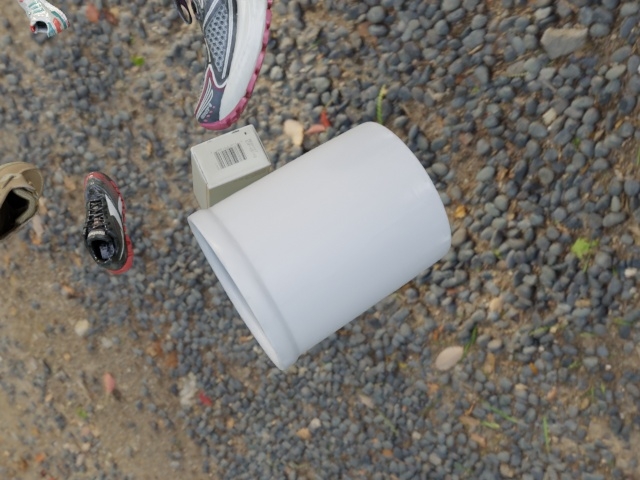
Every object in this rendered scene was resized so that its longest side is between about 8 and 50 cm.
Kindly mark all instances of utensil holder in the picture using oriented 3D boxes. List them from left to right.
[{"bbox_3d":[0.000,0.000,1.331,0.328,0.385,0.328,53,166,19],"label":"utensil holder"}]

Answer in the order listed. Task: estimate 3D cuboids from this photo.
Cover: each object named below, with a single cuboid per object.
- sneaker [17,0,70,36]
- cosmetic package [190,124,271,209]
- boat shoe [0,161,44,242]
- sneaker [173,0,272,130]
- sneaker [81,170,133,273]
[{"bbox_3d":[-0.694,-0.549,1.731,0.161,0.075,0.057,32,152,13],"label":"sneaker"},{"bbox_3d":[-0.223,-0.152,1.737,0.113,0.160,0.309,64,167,10],"label":"cosmetic package"},{"bbox_3d":[-0.623,-0.068,1.434,0.110,0.341,0.122,-3,117,4],"label":"boat shoe"},{"bbox_3d":[-0.106,-0.256,0.675,0.111,0.121,0.300,-2,96,-12],"label":"sneaker"},{"bbox_3d":[-0.559,-0.047,1.826,0.097,0.135,0.276,-13,89,6],"label":"sneaker"}]
